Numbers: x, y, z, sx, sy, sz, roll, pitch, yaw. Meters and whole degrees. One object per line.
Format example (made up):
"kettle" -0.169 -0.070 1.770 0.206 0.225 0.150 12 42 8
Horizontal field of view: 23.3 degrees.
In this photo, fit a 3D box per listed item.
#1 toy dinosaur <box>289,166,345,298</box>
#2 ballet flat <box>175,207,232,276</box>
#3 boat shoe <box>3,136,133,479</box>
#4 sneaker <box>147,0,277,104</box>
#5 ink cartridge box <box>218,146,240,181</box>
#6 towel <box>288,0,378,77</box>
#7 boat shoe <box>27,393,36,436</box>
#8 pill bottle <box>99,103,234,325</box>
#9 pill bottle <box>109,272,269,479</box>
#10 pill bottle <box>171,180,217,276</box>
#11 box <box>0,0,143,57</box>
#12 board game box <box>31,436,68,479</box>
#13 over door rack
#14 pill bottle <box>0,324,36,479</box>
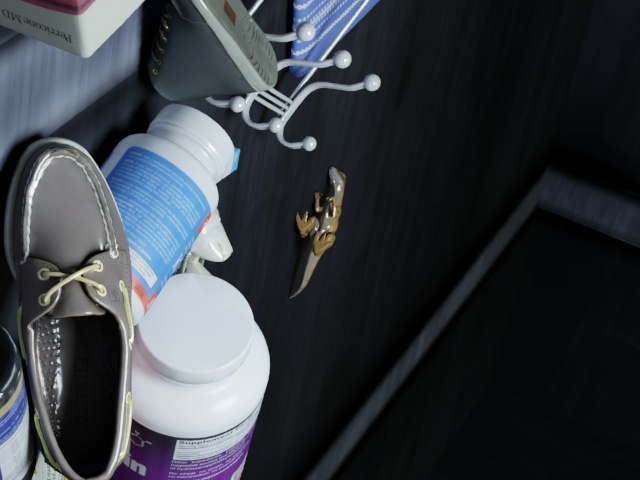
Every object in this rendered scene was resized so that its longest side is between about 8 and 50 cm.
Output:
"toy dinosaur" 0.000 0.000 2.259 0.211 0.064 0.112 -68 164 6
"ballet flat" -0.150 0.030 1.830 0.077 0.079 0.221 -28 138 -62
"boat shoe" -0.227 0.067 1.435 0.097 0.117 0.324 -163 -111 -74
"sneaker" -0.144 -0.220 1.548 0.222 0.118 0.083 57 29 -36
"ink cartridge box" -0.134 -0.088 1.778 0.083 0.048 0.028 -41 149 -55
"towel" 0.027 -0.389 1.913 0.243 0.040 0.336 -50 154 -37
"boat shoe" -0.326 0.214 1.592 0.135 0.050 0.045 -49 152 -47
"pill bottle" -0.181 -0.030 1.587 0.221 0.124 0.124 -57 160 -25
"pill bottle" -0.158 0.175 1.747 0.181 0.181 0.323 -54 168 -35
"pill bottle" -0.168 -0.030 1.703 0.137 0.078 0.078 -64 162 -10
"box" -0.210 -0.276 1.154 0.127 0.149 0.232 -54 158 -34
"board game box" -0.268 0.185 1.634 0.147 0.045 0.193 -108 -145 -70
"over door rack" 0.010 -0.268 1.809 0.324 0.108 0.239 -62 157 1
"pill bottle" -0.326 0.178 1.427 0.123 0.123 0.219 -53 159 -37
